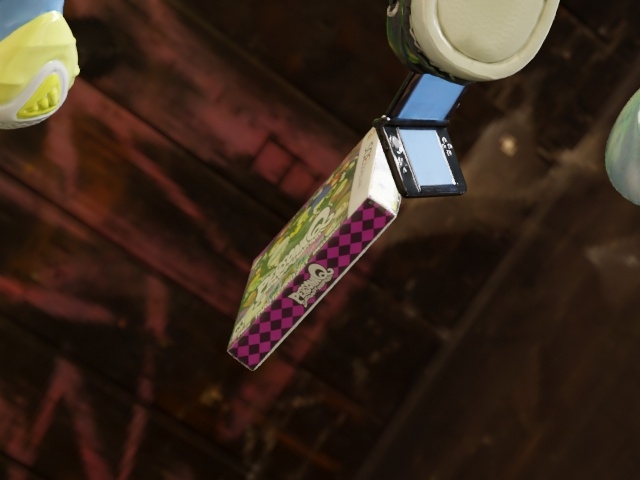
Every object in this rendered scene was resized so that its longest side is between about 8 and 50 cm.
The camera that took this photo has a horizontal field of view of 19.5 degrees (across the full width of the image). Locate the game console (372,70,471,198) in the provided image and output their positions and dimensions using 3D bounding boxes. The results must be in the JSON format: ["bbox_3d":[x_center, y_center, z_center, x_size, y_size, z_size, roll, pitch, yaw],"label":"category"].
[{"bbox_3d":[0.106,-0.098,1.621,0.071,0.122,0.107,-24,-100,30],"label":"game console"}]

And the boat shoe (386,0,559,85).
[{"bbox_3d":[0.131,-0.253,1.214,0.113,0.127,0.340,-11,-121,68],"label":"boat shoe"}]

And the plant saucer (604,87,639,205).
[{"bbox_3d":[0.338,-0.111,1.666,0.195,0.037,0.195,-22,-140,20],"label":"plant saucer"}]

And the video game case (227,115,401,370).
[{"bbox_3d":[0.000,0.000,1.916,0.232,0.042,0.210,-48,-168,24],"label":"video game case"}]

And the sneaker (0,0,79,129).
[{"bbox_3d":[-0.189,-0.157,0.842,0.091,0.240,0.126,-24,143,-54],"label":"sneaker"}]
